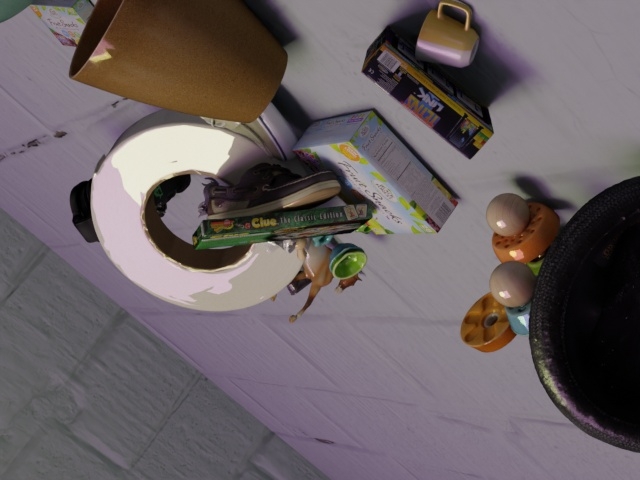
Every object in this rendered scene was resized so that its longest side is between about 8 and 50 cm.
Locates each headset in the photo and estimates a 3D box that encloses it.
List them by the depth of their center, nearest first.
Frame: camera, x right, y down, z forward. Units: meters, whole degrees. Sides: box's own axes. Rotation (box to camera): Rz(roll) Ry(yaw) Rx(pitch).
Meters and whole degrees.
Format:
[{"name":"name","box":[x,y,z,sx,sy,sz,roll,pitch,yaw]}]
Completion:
[{"name":"headset","box":[-0.357,-0.081,2.265,0.185,0.243,0.394,56,179,-17]}]

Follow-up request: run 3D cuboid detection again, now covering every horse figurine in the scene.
[{"name":"horse figurine","box":[-0.042,0.024,2.139,0.263,0.174,0.066,58,165,-20]}]

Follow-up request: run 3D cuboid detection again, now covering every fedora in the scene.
[{"name":"fedora","box":[0.410,0.083,1.396,0.334,0.334,0.152,32,-169,7]}]

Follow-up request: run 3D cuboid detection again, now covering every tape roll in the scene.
[{"name":"tape roll","box":[-0.203,-0.050,1.990,0.392,0.072,0.392,4,125,6]}]

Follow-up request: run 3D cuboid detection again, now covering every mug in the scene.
[{"name":"mug","box":[0.151,-0.236,1.352,0.064,0.062,0.078,21,164,13]}]

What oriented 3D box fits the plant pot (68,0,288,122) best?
[{"name":"plant pot","box":[-0.182,-0.271,1.599,0.254,0.237,0.237,27,164,-21]}]

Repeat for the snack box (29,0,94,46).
[{"name":"snack box","box":[-0.425,-0.377,1.971,0.141,0.037,0.100,14,150,45]}]

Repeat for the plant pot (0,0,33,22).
[{"name":"plant pot","box":[-0.604,-0.450,1.859,0.293,0.196,0.293,30,160,12]}]

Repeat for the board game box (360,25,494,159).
[{"name":"board game box","box":[0.131,-0.184,1.409,0.170,0.048,0.141,38,-163,-8]}]

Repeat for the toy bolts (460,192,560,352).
[{"name":"toy bolts","box":[0.253,0.064,1.554,0.158,0.218,0.228,43,-164,-26]}]

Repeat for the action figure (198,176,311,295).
[{"name":"action figure","box":[-0.128,-0.021,2.235,0.285,0.099,0.185,46,165,-17]}]

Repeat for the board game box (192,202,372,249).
[{"name":"board game box","box":[-0.061,-0.021,1.775,0.259,0.030,0.136,-6,174,-15]}]

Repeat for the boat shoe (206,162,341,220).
[{"name":"boat shoe","box":[-0.086,-0.077,1.807,0.285,0.103,0.092,-17,84,47]}]

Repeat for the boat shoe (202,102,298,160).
[{"name":"boat shoe","box":[-0.153,-0.224,1.774,0.302,0.094,0.109,47,176,-20]}]

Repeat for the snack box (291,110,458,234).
[{"name":"snack box","box":[0.082,-0.099,1.753,0.207,0.070,0.174,43,160,-24]}]

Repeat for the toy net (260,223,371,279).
[{"name":"toy net","box":[0.000,0.000,1.916,0.232,0.122,0.045,10,-140,-44]}]
